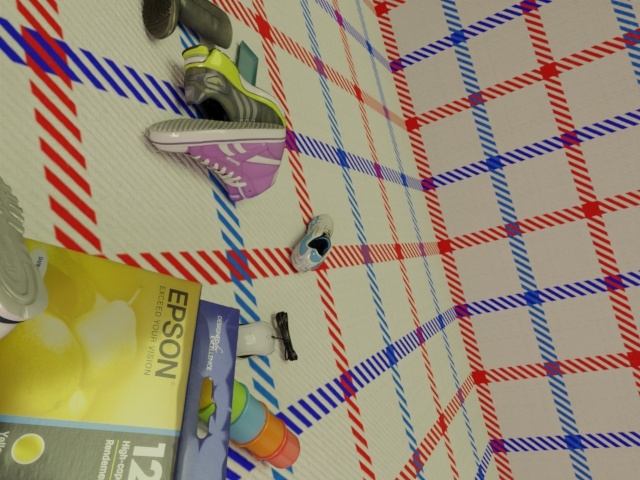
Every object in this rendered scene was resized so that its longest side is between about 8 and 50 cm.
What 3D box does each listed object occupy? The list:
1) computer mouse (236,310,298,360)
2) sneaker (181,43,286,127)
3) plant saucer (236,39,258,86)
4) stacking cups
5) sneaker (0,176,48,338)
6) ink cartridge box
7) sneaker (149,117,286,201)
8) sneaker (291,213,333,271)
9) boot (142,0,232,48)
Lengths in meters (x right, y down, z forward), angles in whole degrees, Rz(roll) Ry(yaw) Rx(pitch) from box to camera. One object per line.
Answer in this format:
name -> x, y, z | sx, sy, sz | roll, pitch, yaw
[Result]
computer mouse -> -0.107, 0.193, 0.903 | 0.193, 0.042, 0.105 | 11, 67, -60
sneaker -> -0.183, -0.275, 0.982 | 0.300, 0.111, 0.121 | 27, 69, -53
plant saucer -> -0.182, -0.397, 1.120 | 0.067, 0.018, 0.191 | 39, 42, -47
stacking cups -> -0.131, 0.278, 0.759 | 0.316, 0.096, 0.095 | 52, 34, -38
sneaker -> -0.363, 0.003, 0.468 | 0.235, 0.095, 0.090 | 57, 5, 29
ink cartridge box -> -0.231, 0.178, 0.538 | 0.308, 0.072, 0.303 | 18, 55, -29
sneaker -> -0.187, -0.145, 0.885 | 0.282, 0.102, 0.160 | -7, 118, -41
sneaker -> 0.000, 0.000, 1.166 | 0.085, 0.086, 0.237 | 61, 28, -20
boot -> -0.265, -0.451, 0.953 | 0.208, 0.076, 0.189 | 25, 55, -64
